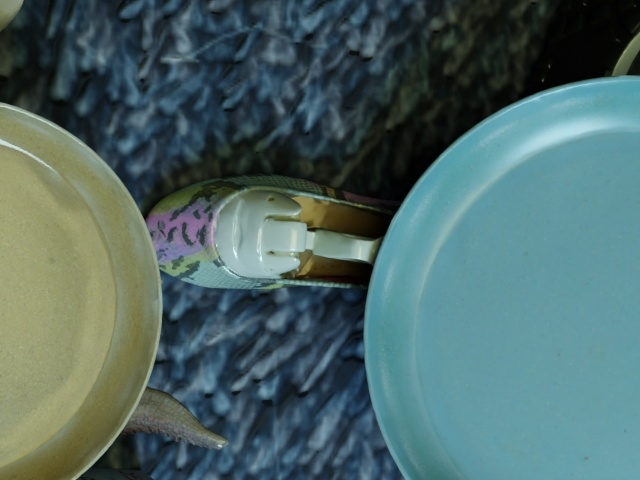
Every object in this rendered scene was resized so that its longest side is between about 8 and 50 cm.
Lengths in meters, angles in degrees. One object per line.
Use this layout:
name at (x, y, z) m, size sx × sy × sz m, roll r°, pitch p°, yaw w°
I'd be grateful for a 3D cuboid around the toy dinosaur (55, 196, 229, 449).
toy dinosaur at (-0.205, 0.065, 1.011) m, size 0.296 × 0.127 × 0.200 m, roll 41°, pitch 81°, yaw -22°

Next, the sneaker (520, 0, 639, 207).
sneaker at (0.222, -0.110, 1.164) m, size 0.124 × 0.107 × 0.283 m, roll 31°, pitch 89°, yaw -33°

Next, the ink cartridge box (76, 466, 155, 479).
ink cartridge box at (-0.178, 0.177, 1.025) m, size 0.175 × 0.127 × 0.072 m, roll 6°, pitch 91°, yaw -20°

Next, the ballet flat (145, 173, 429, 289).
ballet flat at (0.000, 0.000, 1.094) m, size 0.222 × 0.079 × 0.076 m, roll 5°, pitch 94°, yaw -19°

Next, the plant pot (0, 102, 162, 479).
plant pot at (-0.203, 0.039, 0.921) m, size 0.236 × 0.032 × 0.236 m, roll -4°, pitch 102°, yaw -22°

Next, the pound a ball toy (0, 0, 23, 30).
pound a ball toy at (-0.356, -0.148, 0.951) m, size 0.319 × 0.136 × 0.208 m, roll 37°, pitch 58°, yaw -18°

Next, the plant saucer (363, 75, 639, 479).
plant saucer at (0.186, 0.058, 1.033) m, size 0.318 × 0.044 × 0.317 m, roll -3°, pitch 78°, yaw 13°
